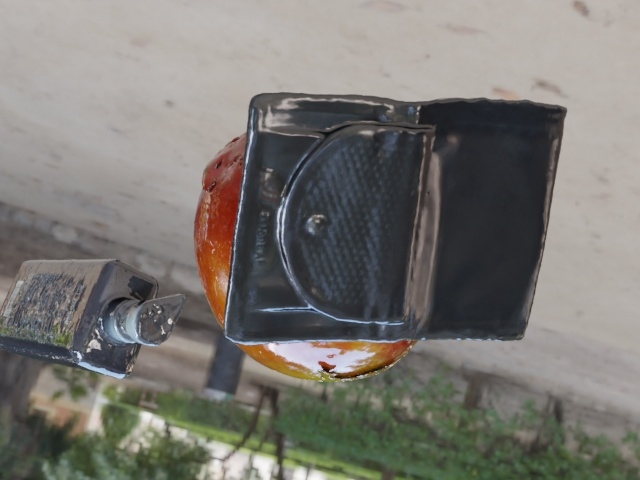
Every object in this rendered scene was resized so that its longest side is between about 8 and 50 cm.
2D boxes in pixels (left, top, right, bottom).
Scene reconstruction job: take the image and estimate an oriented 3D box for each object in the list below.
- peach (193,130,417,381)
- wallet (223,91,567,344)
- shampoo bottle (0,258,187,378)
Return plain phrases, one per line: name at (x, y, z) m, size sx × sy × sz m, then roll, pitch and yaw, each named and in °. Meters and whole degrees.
peach at (0.000, 0.000, 1.506) m, size 0.370 × 0.370 × 0.370 m, roll 14°, pitch 170°, yaw 2°
wallet at (0.074, -0.018, 1.048) m, size 0.322 × 0.247 × 0.041 m, roll 1°, pitch -162°, yaw -22°
shampoo bottle at (-0.219, 0.069, 1.034) m, size 0.071 × 0.098 × 0.309 m, roll 29°, pitch 164°, yaw -29°
